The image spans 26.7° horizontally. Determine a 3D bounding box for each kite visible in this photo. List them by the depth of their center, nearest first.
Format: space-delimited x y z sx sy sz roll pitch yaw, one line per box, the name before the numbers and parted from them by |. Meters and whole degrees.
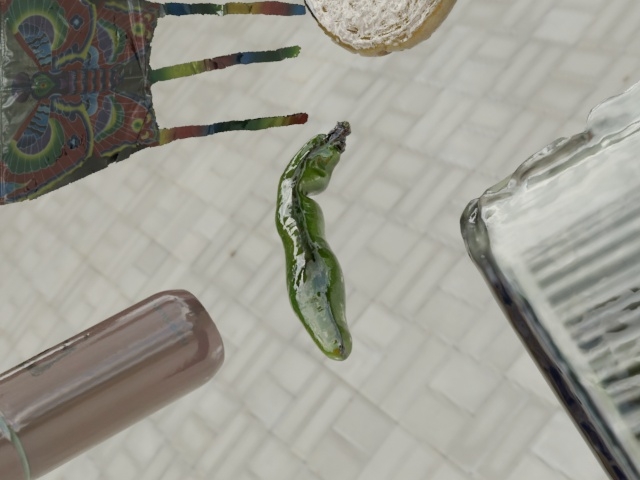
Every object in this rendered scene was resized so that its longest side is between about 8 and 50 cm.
kite | -0.113 -0.113 0.937 0.015 0.285 0.152 22 114 43

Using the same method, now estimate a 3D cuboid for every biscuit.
biscuit | 0.062 -0.284 1.301 0.226 0.042 0.226 -6 82 44

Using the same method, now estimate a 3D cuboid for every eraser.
eraser | 0.205 0.082 0.554 0.155 0.332 0.101 -34 -1 41

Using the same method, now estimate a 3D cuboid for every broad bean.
broad bean | -0.007 0.000 1.007 0.061 0.046 0.195 -15 59 30

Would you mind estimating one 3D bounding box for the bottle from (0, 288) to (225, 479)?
bottle | -0.115 0.073 0.648 0.140 0.053 0.053 -29 18 -27
